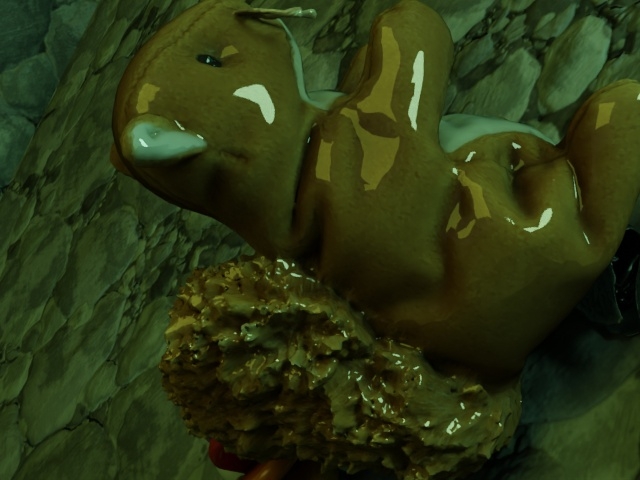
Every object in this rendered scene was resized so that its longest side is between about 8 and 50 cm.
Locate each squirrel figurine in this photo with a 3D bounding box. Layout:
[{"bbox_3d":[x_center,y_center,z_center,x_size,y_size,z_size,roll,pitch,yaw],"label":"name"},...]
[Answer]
[{"bbox_3d":[0.000,0.000,0.957,0.281,0.370,0.397,-155,83,-74],"label":"squirrel figurine"}]

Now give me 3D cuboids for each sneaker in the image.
[{"bbox_3d":[0.230,-0.002,0.987,0.089,0.051,0.170,-15,54,52],"label":"sneaker"}]

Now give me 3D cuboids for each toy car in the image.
[{"bbox_3d":[-0.052,0.182,1.134,0.159,0.136,0.182,-48,30,15],"label":"toy car"}]
